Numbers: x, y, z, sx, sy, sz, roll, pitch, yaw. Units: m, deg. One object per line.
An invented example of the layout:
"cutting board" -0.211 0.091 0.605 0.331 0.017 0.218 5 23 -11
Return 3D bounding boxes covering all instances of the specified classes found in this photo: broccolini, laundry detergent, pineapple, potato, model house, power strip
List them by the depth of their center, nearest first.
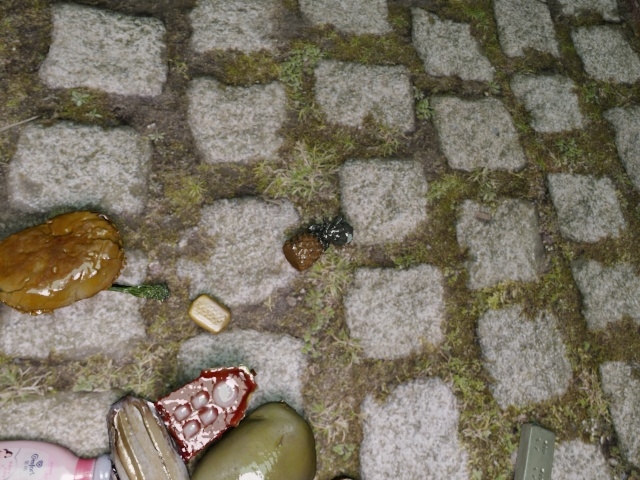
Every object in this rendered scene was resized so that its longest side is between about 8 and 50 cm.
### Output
"laundry detergent" -0.648 0.535 1.020 0.334 0.088 0.159 5 72 -14
"potato" -0.149 0.555 1.080 0.326 0.221 0.243 -33 81 -27
"model house" -0.261 0.394 1.118 0.253 0.196 0.160 -33 81 -23
"broccolini" -0.527 0.135 1.213 0.238 0.051 0.054 4 80 -12
"power strip" 0.625 0.697 1.337 0.093 0.053 0.288 23 67 -7
"pineapple" 0.000 0.000 1.376 0.237 0.111 0.119 -34 113 -28

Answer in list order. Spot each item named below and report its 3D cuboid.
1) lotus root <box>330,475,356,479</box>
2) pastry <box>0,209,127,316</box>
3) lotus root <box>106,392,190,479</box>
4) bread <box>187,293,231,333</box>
"lotus root" 0.024 0.732 1.148 0.170 0.074 0.261 28 68 -4
"pastry" -0.650 0.058 1.136 0.310 0.162 0.255 -25 59 -23
"lotus root" -0.428 0.534 1.083 0.167 0.078 0.330 -9 69 -56
"bread" -0.304 0.202 1.245 0.115 0.056 0.082 33 70 -8
